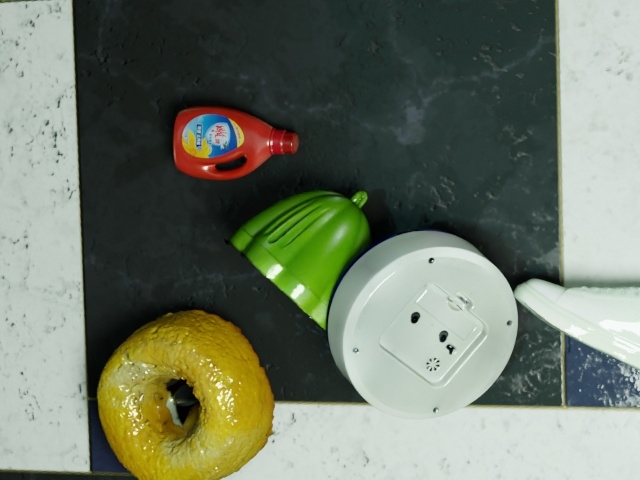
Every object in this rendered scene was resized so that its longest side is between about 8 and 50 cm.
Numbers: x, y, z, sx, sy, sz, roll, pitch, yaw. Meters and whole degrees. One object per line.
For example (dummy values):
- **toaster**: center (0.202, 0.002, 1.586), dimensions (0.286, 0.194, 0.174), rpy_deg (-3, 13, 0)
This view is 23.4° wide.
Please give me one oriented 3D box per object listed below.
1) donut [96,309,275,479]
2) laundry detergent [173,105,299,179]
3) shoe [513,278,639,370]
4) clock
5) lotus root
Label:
- **donut**: center (-0.183, 0.216, 2.052), dimensions (0.254, 0.118, 0.253), rpy_deg (7, 106, 27)
- **laundry detergent**: center (-0.110, -0.126, 2.034), dimensions (0.165, 0.049, 0.097), rpy_deg (5, 102, 15)
- **shoe**: center (0.373, 0.092, 1.892), dimensions (0.265, 0.095, 0.110), rpy_deg (29, 91, 10)
- **clock**: center (0.127, 0.104, 1.903), dimensions (0.230, 0.083, 0.230), rpy_deg (-7, 110, -18)
- **lotus root**: center (0.000, 0.000, 1.961), dimensions (0.186, 0.186, 0.186), rpy_deg (1, 94, 16)
